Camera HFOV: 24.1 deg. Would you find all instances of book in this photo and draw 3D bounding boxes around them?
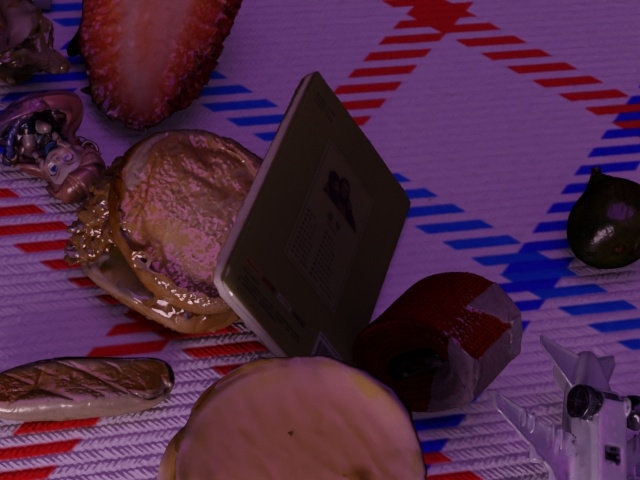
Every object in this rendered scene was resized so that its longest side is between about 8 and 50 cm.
[{"bbox_3d":[0.000,0.000,1.750,0.035,0.239,0.352,-15,38,35],"label":"book"}]

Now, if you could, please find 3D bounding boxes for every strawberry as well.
[{"bbox_3d":[-0.218,-0.270,1.990,0.233,0.138,0.306,9,75,21],"label":"strawberry"}]

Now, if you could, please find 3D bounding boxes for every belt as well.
[{"bbox_3d":[0.137,0.109,1.689,0.124,0.201,0.128,-40,101,-33],"label":"belt"}]

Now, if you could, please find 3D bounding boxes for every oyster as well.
[{"bbox_3d":[-0.480,-0.300,1.972,0.361,0.096,0.221,17,46,5],"label":"oyster"}]

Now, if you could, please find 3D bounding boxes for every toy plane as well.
[{"bbox_3d":[0.299,0.232,1.654,0.251,0.101,0.255,15,60,-31],"label":"toy plane"}]

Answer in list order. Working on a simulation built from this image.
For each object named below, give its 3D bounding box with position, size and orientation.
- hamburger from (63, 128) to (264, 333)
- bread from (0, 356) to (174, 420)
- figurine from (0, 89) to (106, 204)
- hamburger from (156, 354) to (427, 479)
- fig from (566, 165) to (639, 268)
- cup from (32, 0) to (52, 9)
[{"bbox_3d":[-0.155,-0.007,1.763,0.286,0.146,0.243,-6,59,-22],"label":"hamburger"},{"bbox_3d":[-0.269,0.166,1.662,0.214,0.053,0.073,-4,57,-16],"label":"bread"},{"bbox_3d":[-0.325,-0.114,1.853,0.126,0.114,0.157,-45,99,-2],"label":"figurine"},{"bbox_3d":[-0.038,0.271,1.507,0.276,0.237,0.276,6,60,-10],"label":"hamburger"},{"bbox_3d":[0.371,-0.036,1.908,0.117,0.117,0.177,11,29,-1],"label":"fig"},{"bbox_3d":[-0.375,-0.464,2.081,0.173,0.167,0.300,7,77,-15],"label":"cup"}]
